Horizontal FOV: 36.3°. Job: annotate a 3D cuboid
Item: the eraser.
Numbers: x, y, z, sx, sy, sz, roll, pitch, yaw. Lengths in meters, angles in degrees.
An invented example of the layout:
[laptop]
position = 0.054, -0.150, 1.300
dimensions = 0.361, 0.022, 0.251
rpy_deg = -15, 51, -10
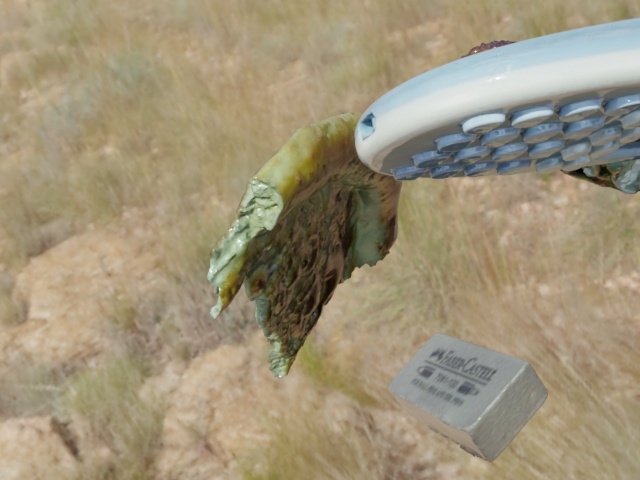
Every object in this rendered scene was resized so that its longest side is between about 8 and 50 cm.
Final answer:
[eraser]
position = 0.175, 0.189, 1.226
dimensions = 0.111, 0.077, 0.352
rpy_deg = -48, 10, -8

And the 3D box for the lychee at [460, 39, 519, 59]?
[lychee]
position = 0.320, -0.253, 1.713
dimensions = 0.188, 0.188, 0.188
rpy_deg = -18, 28, 10

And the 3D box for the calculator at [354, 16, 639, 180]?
[calculator]
position = 0.164, -0.073, 0.513
dimensions = 0.302, 0.042, 0.188
rpy_deg = -10, -9, -19

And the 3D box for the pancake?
[pancake]
position = 0.003, -0.005, 1.091
dimensions = 0.067, 0.427, 0.305
rpy_deg = 25, 76, 17

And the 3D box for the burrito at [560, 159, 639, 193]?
[burrito]
position = 0.271, -0.117, 0.752
dimensions = 0.096, 0.066, 0.309
rpy_deg = 15, 35, 29
